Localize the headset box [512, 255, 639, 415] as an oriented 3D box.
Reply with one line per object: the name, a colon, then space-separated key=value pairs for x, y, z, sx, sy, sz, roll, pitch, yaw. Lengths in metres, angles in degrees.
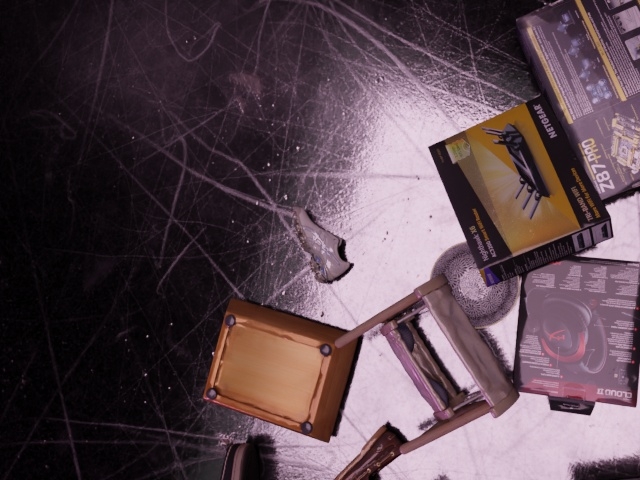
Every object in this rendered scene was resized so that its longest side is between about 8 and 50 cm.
headset box: x=0.478 y=0.177 z=1.380 sx=0.218 sy=0.110 sz=0.293 roll=4 pitch=86 yaw=16

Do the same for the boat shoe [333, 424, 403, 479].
boat shoe: x=0.084 y=0.468 z=1.482 sx=0.073 sy=0.073 sz=0.207 roll=43 pitch=97 yaw=16

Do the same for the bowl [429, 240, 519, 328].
bowl: x=0.304 y=0.087 z=1.451 sx=0.170 sy=0.080 sz=0.170 roll=-1 pitch=85 yaw=16

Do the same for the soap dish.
soap dish: x=-0.092 y=0.266 z=1.524 sx=0.291 sy=0.118 sz=0.228 roll=15 pitch=89 yaw=15

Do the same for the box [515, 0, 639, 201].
box: x=0.593 y=-0.302 z=1.398 sx=0.318 sy=0.097 sz=0.394 roll=-23 pitch=80 yaw=11

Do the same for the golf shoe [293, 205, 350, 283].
golf shoe: x=0.000 y=0.000 z=1.560 sx=0.086 sy=0.069 sz=0.176 roll=-23 pitch=82 yaw=-8

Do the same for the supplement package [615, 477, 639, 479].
supplement package: x=0.562 y=0.510 z=1.282 sx=0.194 sy=0.203 sz=0.149 roll=-12 pitch=83 yaw=13

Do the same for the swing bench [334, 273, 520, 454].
swing bench: x=0.210 y=0.220 z=1.366 sx=0.255 sy=0.165 sz=0.253 roll=-38 pitch=78 yaw=41

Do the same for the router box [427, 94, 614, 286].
router box: x=0.367 y=-0.096 z=1.389 sx=0.243 sy=0.081 sz=0.308 roll=-24 pitch=55 yaw=12

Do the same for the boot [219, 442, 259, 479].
boot: x=-0.289 y=0.587 z=1.546 sx=0.284 sy=0.138 sz=0.377 roll=10 pitch=94 yaw=16
